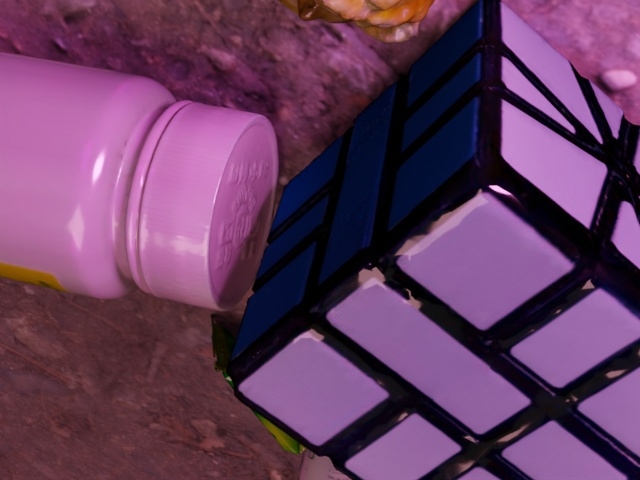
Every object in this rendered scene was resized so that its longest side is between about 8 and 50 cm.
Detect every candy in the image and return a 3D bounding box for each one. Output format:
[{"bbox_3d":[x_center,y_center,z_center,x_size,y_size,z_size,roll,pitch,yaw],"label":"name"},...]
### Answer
[{"bbox_3d":[-0.080,0.176,1.271,0.032,0.102,0.178,-34,122,2],"label":"candy"}]

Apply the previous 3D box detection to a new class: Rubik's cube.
[{"bbox_3d":[0.134,0.033,0.844,0.293,0.288,0.283,35,123,-17],"label":"Rubik's cube"}]

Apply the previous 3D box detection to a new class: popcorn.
[{"bbox_3d":[0.026,-0.225,0.757,0.142,0.173,0.173,19,142,-20],"label":"popcorn"}]

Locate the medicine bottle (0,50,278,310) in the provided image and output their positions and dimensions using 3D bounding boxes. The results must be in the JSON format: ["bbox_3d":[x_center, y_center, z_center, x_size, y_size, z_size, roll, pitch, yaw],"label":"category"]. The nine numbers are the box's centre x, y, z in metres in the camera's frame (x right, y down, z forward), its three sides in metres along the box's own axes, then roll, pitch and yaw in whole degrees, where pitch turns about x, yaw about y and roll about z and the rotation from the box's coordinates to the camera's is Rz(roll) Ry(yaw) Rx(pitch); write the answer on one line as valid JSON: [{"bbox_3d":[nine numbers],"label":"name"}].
[{"bbox_3d":[-0.246,-0.062,1.000,0.379,0.213,0.213,11,138,14],"label":"medicine bottle"}]

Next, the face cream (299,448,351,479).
[{"bbox_3d":[0.036,0.203,1.245,0.092,0.092,0.311,18,140,5],"label":"face cream"}]
